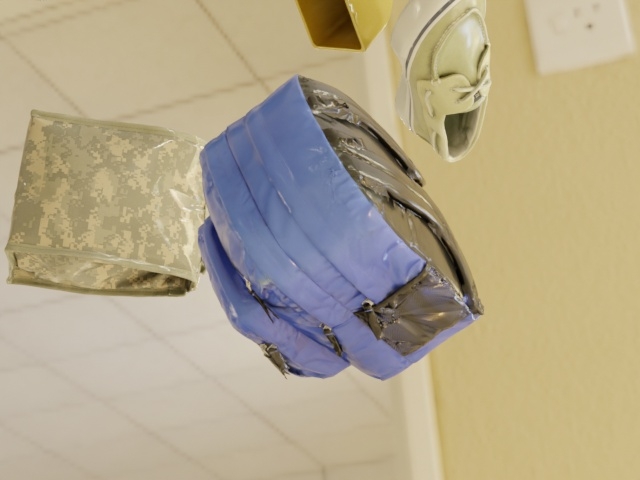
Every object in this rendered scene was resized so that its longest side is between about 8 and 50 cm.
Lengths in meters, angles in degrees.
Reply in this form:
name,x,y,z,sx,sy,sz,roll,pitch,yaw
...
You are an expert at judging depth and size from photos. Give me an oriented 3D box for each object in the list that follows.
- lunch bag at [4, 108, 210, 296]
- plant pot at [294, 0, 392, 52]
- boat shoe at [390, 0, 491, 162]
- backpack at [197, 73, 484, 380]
name,x,y,z,sx,sy,sz,roll,pitch,yaw
lunch bag,-0.301,-0.045,2.117,0.287,0.235,0.169,7,156,-7
plant pot,0.032,-0.265,1.584,0.081,0.083,0.081,12,136,43
boat shoe,0.141,-0.181,1.515,0.109,0.094,0.302,-38,163,-10
backpack,0.000,0.000,0.605,0.101,0.098,0.120,-36,140,5
